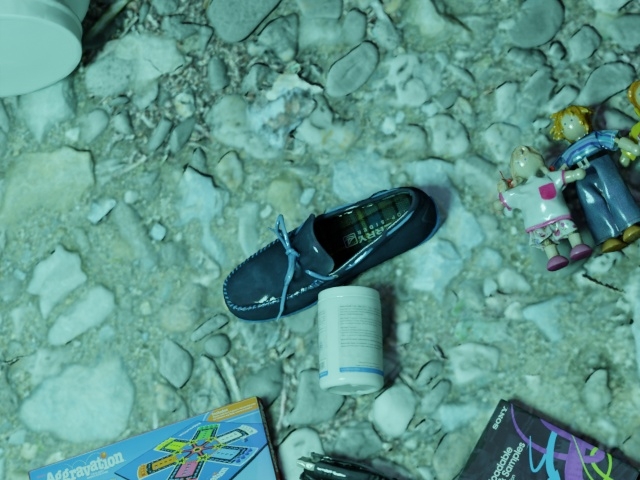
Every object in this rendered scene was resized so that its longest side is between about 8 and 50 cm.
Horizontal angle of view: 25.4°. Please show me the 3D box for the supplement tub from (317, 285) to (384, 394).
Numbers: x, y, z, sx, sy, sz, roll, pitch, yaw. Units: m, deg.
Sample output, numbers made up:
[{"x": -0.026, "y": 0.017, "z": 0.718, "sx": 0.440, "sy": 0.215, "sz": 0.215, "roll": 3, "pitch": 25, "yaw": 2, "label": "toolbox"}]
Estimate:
[{"x": 0.032, "y": 0.109, "z": 1.529, "sx": 0.071, "sy": 0.071, "sz": 0.107, "roll": -5, "pitch": 72, "yaw": 15, "label": "supplement tub"}]

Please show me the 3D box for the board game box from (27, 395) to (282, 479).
[{"x": -0.180, "y": 0.282, "z": 1.563, "sx": 0.281, "sy": 0.027, "sz": 0.145, "roll": -19, "pitch": 70, "yaw": 11, "label": "board game box"}]

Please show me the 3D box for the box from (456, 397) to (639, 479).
[{"x": 0.228, "y": 0.248, "z": 1.448, "sx": 0.162, "sy": 0.029, "sz": 0.116, "roll": 26, "pitch": 82, "yaw": 24, "label": "box"}]

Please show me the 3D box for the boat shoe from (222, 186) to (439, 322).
[{"x": 0.000, "y": 0.000, "z": 1.562, "sx": 0.258, "sy": 0.089, "sz": 0.109, "roll": -32, "pitch": 67, "yaw": 6, "label": "boat shoe"}]

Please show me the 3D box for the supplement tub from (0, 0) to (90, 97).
[{"x": -0.408, "y": -0.365, "z": 1.719, "sx": 0.241, "sy": 0.241, "sz": 0.331, "roll": -14, "pitch": 70, "yaw": 12, "label": "supplement tub"}]

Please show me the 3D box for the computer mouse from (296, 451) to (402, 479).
[{"x": 0.023, "y": 0.309, "z": 1.389, "sx": 0.189, "sy": 0.072, "sz": 0.272, "roll": 16, "pitch": 40, "yaw": 17, "label": "computer mouse"}]

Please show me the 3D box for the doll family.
[{"x": 0.315, "y": -0.082, "z": 1.495, "sx": 0.263, "sy": 0.118, "sz": 0.163, "roll": -28, "pitch": 73, "yaw": 27, "label": "doll family"}]
